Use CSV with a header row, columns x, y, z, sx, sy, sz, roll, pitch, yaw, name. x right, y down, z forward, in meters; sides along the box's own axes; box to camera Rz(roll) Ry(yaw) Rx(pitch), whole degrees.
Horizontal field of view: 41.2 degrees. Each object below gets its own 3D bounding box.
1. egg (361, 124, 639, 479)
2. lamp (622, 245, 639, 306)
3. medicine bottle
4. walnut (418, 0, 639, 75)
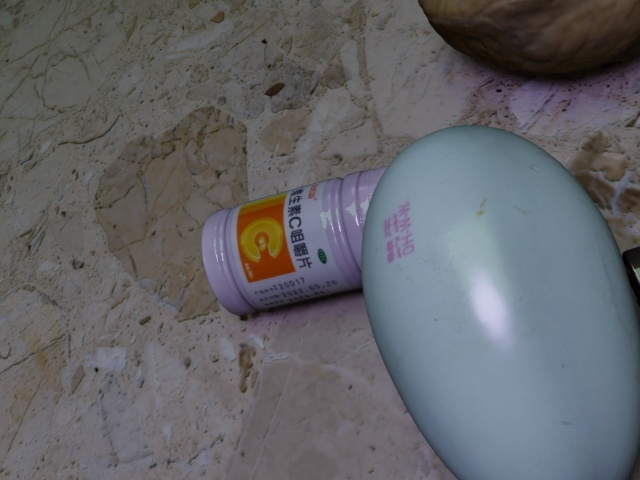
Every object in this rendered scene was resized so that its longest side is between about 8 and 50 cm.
x,y,z,sx,sy,sz,roll,pitch,yaw,name
0.161,0.066,0.758,0.229,0.230,0.371,-22,64,12,egg
0.396,-0.002,0.741,0.258,0.180,0.180,-21,47,11,lamp
0.000,0.000,0.980,0.249,0.133,0.133,-13,49,19,medicine bottle
0.255,-0.334,0.999,0.252,0.277,0.313,-11,11,-20,walnut
